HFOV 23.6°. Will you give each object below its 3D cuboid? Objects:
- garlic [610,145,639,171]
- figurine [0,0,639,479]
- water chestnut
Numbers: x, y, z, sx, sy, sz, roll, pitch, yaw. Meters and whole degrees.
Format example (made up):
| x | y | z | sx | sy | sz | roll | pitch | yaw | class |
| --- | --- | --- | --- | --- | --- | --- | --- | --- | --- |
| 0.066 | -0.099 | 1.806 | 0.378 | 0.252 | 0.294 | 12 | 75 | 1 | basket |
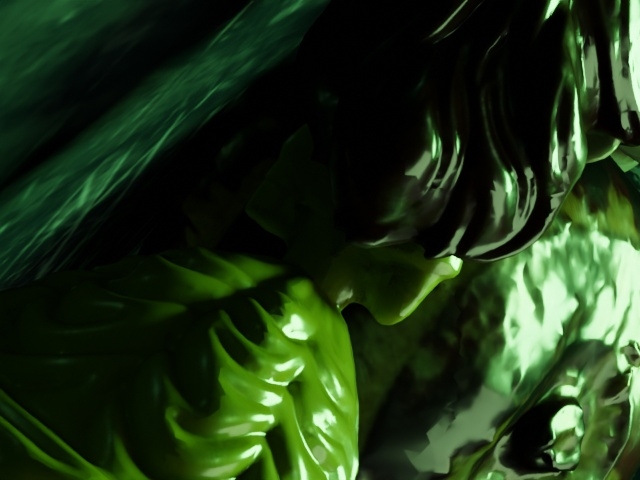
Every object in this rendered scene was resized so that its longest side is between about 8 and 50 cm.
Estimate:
| x | y | z | sx | sy | sz | roll | pitch | yaw | class |
| --- | --- | --- | --- | --- | --- | --- | --- | --- | --- |
| 0.240 | -0.171 | 1.068 | 0.340 | 0.246 | 0.231 | -46 | -157 | -24 | garlic |
| 0.001 | 0.002 | 0.461 | 0.315 | 0.168 | 0.187 | -50 | -137 | -12 | figurine |
| 0.024 | 0.036 | 0.763 | 0.300 | 0.300 | 0.300 | -42 | 179 | -1 | water chestnut |
